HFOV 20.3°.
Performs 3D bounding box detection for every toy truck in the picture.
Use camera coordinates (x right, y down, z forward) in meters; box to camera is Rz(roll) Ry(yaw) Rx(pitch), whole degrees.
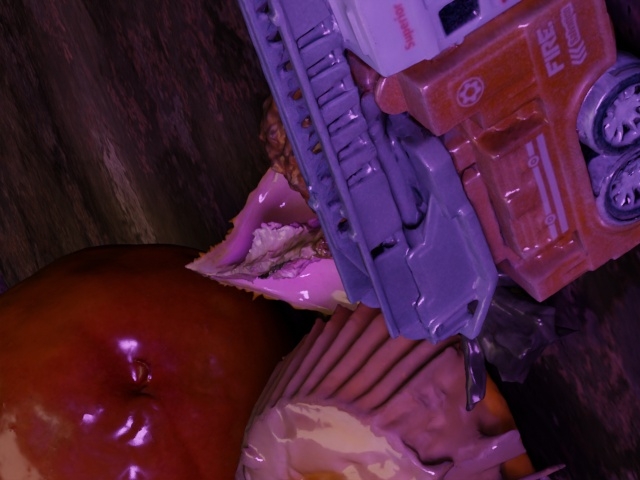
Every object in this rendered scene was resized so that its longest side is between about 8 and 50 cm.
[{"bbox_3d":[0.057,-0.102,0.922,0.133,0.184,0.338,44,164,45],"label":"toy truck"}]

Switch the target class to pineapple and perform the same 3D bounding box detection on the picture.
[{"bbox_3d":[0.066,-0.014,1.175,0.248,0.128,0.128,56,158,15],"label":"pineapple"}]

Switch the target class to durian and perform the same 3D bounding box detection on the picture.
[{"bbox_3d":[0.000,0.002,1.333,0.165,0.132,0.182,48,143,17],"label":"durian"}]

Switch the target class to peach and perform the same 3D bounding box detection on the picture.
[{"bbox_3d":[-0.176,0.162,1.643,0.343,0.343,0.301,66,162,5],"label":"peach"}]

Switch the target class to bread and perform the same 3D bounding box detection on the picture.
[{"bbox_3d":[0.053,0.215,1.360,0.236,0.183,0.388,28,139,22],"label":"bread"}]
